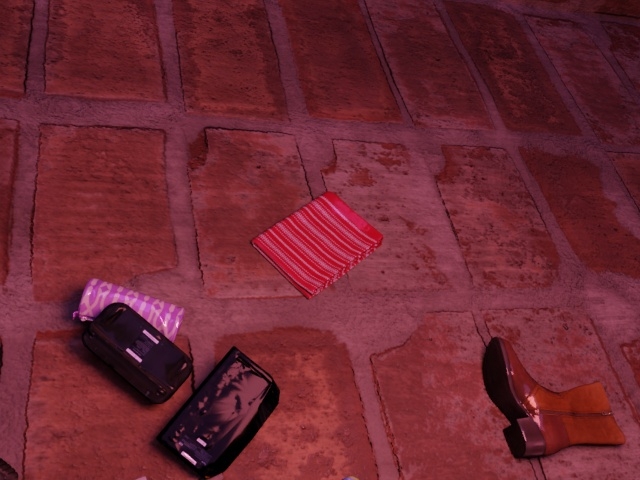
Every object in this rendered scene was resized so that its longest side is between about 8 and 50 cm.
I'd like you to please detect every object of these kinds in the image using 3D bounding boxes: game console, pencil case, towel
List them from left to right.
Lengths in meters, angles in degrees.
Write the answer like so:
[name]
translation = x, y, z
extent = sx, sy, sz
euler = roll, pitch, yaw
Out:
[pencil case]
translation = -0.366, 0.140, 1.257
extent = 0.206, 0.086, 0.088
euler = 17, 49, -7
[game console]
translation = -0.262, 0.244, 1.192
extent = 0.361, 0.044, 0.213
euler = 40, 64, 2
[towel]
translation = 0.000, 0.000, 1.537
extent = 0.199, 0.031, 0.275
euler = 43, 52, 16

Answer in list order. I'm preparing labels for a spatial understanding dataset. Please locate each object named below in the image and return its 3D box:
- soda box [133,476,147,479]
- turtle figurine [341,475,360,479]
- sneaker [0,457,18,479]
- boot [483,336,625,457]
[soda box]
translation = -0.394, 0.463, 0.988
extent = 0.287, 0.098, 0.091
euler = -12, 58, -28
[turtle figurine]
translation = 0.042, 0.508, 1.024
extent = 0.275, 0.198, 0.266
euler = 5, 59, 38
[sneaker]
translation = -0.638, 0.348, 0.994
extent = 0.331, 0.122, 0.146
euler = 21, 67, -4
[boot]
translation = 0.514, 0.327, 1.425
extent = 0.281, 0.096, 0.264
euler = -1, 54, -22
